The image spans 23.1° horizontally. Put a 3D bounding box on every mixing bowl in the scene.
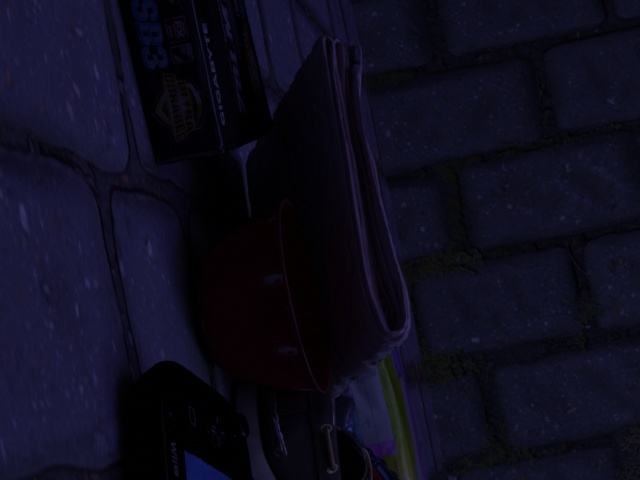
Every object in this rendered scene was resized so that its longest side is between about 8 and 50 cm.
[{"bbox_3d":[-0.059,0.060,1.434,0.181,0.098,0.181,-12,90,-83],"label":"mixing bowl"}]

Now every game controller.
[{"bbox_3d":[-0.081,0.247,1.121,0.166,0.067,0.319,63,16,-62],"label":"game controller"}]

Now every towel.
[{"bbox_3d":[0.000,0.000,1.600,0.332,0.053,0.317,129,-44,-65],"label":"towel"}]

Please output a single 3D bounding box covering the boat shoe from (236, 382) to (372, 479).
[{"bbox_3d":[0.000,0.237,1.594,0.324,0.097,0.116,68,13,-52],"label":"boat shoe"}]

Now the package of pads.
[{"bbox_3d":[0.073,0.271,2.043,0.229,0.101,0.296,-34,111,-82],"label":"package of pads"}]

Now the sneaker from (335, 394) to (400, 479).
[{"bbox_3d":[0.065,0.307,1.846,0.104,0.125,0.262,54,26,-79],"label":"sneaker"}]

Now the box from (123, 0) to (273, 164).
[{"bbox_3d":[-0.125,-0.230,1.497,0.293,0.073,0.295,-52,130,-82],"label":"box"}]

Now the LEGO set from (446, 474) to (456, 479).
[{"bbox_3d":[0.154,0.400,1.883,0.244,0.060,0.182,91,8,-68],"label":"LEGO set"}]
